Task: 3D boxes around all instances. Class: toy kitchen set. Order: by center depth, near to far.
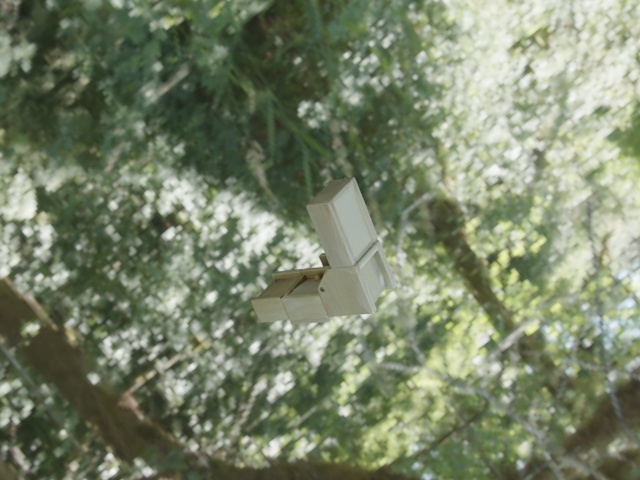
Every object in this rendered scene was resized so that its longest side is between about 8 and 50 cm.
[{"bbox_3d":[0.000,0.000,0.646,0.083,0.075,0.068,-8,-155,35],"label":"toy kitchen set"}]
